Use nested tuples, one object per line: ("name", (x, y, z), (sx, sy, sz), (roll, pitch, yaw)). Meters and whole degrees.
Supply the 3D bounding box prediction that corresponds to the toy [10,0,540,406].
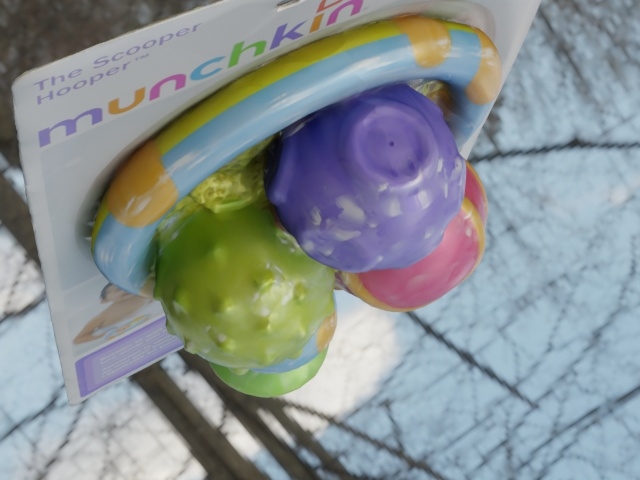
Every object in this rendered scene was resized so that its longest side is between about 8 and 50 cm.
("toy", (0.000, 0.000, 0.410), (0.137, 0.056, 0.237), (-26, 168, -15))
